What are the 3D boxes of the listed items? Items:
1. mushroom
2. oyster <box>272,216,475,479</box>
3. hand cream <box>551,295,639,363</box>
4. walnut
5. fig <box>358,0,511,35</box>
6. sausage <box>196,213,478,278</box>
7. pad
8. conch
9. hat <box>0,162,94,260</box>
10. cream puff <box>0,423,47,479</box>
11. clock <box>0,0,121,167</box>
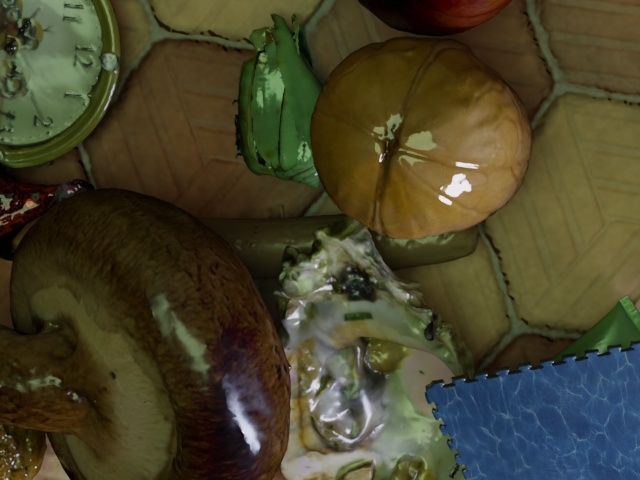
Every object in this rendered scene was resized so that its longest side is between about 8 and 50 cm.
[{"bbox_3d":[-0.158,0.113,1.750,0.345,0.345,0.239,32,66,5],"label":"mushroom"},{"bbox_3d":[0.059,0.134,1.801,0.201,0.107,0.354,2,119,14],"label":"oyster"},{"bbox_3d":[0.242,0.139,1.797,0.175,0.046,0.095,-35,89,7],"label":"hand cream"},{"bbox_3d":[0.092,-0.092,1.700,0.193,0.226,0.193,2,95,26],"label":"walnut"},{"bbox_3d":[0.114,-0.312,1.680,0.224,0.224,0.263,37,100,4],"label":"fig"},{"bbox_3d":[0.000,0.002,1.816,0.301,0.066,0.066,-4,97,13],"label":"sausage"},{"bbox_3d":[0.258,0.198,1.734,0.269,0.012,0.269,-14,127,20],"label":"pad"},{"bbox_3d":[-0.040,-0.125,1.804,0.106,0.079,0.170,-19,78,6],"label":"conch"},{"bbox_3d":[-0.323,-0.035,1.832,0.227,0.129,0.140,-12,98,15],"label":"hat"},{"bbox_3d":[-0.340,0.193,1.883,0.126,0.103,0.144,-15,89,13],"label":"cream puff"},{"bbox_3d":[-0.298,-0.187,1.850,0.237,0.057,0.237,2,100,11],"label":"clock"}]
